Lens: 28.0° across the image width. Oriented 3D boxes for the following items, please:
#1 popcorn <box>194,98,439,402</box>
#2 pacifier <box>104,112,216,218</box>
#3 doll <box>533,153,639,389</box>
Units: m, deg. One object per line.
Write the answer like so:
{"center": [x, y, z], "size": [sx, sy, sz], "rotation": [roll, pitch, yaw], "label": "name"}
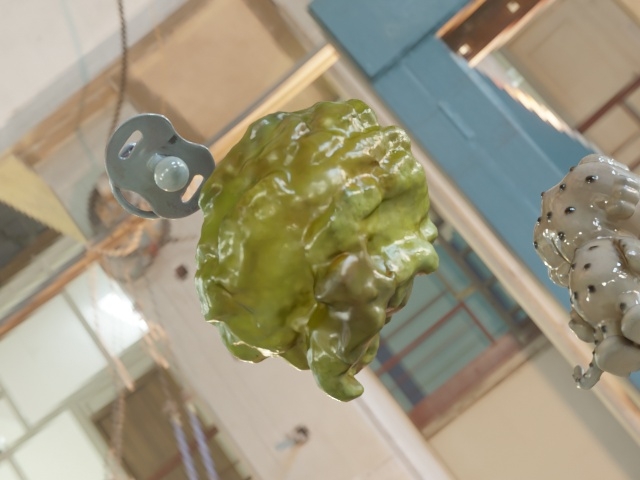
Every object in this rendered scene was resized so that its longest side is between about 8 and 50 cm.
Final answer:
{"center": [0.005, 0.002, 0.862], "size": [0.197, 0.155, 0.198], "rotation": [19, -90, -75], "label": "popcorn"}
{"center": [-0.129, -0.054, 1.049], "size": [0.081, 0.099, 0.078], "rotation": [-56, 23, -2], "label": "pacifier"}
{"center": [0.298, 0.028, 1.361], "size": [0.119, 0.278, 0.154], "rotation": [22, -49, -18], "label": "doll"}
